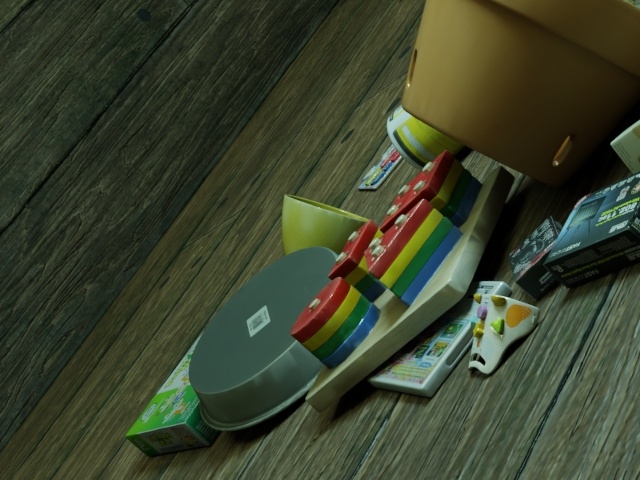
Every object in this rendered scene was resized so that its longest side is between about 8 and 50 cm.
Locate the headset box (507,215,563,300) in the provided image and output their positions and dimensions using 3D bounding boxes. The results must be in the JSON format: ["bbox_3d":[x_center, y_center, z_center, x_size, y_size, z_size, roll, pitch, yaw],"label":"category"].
[{"bbox_3d":[0.221,0.018,1.440,0.062,0.032,0.083,-45,14,14],"label":"headset box"}]

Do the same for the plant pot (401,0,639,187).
[{"bbox_3d":[0.221,-0.189,1.578,0.203,0.291,0.291,-64,10,9],"label":"plant pot"}]

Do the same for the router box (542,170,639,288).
[{"bbox_3d":[0.272,-0.013,1.352,0.122,0.038,0.092,-30,23,54],"label":"router box"}]

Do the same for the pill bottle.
[{"bbox_3d":[0.185,-0.183,1.994,0.184,0.103,0.103,-39,15,32],"label":"pill bottle"}]

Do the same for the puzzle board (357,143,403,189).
[{"bbox_3d":[0.110,-0.129,2.289,0.128,0.011,0.096,-49,13,-9],"label":"puzzle board"}]

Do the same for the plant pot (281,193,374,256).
[{"bbox_3d":[0.000,0.000,2.053,0.134,0.134,0.095,-143,70,-77],"label":"plant pot"}]

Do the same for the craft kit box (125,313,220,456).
[{"bbox_3d":[-0.153,0.193,2.106,0.250,0.061,0.247,-54,11,-26],"label":"craft kit box"}]

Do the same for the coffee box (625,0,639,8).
[{"bbox_3d":[0.255,-0.339,1.791,0.119,0.297,0.168,-50,13,-7],"label":"coffee box"}]

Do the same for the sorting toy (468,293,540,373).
[{"bbox_3d":[0.165,0.093,1.409,0.075,0.045,0.083,-70,17,-8],"label":"sorting toy"}]

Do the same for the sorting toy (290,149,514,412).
[{"bbox_3d":[0.080,0.033,1.659,0.257,0.089,0.255,-43,10,36],"label":"sorting toy"}]

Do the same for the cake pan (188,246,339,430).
[{"bbox_3d":[-0.061,0.118,1.894,0.293,0.054,0.293,-35,24,18],"label":"cake pan"}]

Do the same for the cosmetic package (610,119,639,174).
[{"bbox_3d":[0.328,-0.100,1.340,0.041,0.060,0.115,-37,-3,-37],"label":"cosmetic package"}]

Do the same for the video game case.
[{"bbox_3d":[0.123,0.102,1.546,0.143,0.019,0.157,-51,14,-13],"label":"video game case"}]
